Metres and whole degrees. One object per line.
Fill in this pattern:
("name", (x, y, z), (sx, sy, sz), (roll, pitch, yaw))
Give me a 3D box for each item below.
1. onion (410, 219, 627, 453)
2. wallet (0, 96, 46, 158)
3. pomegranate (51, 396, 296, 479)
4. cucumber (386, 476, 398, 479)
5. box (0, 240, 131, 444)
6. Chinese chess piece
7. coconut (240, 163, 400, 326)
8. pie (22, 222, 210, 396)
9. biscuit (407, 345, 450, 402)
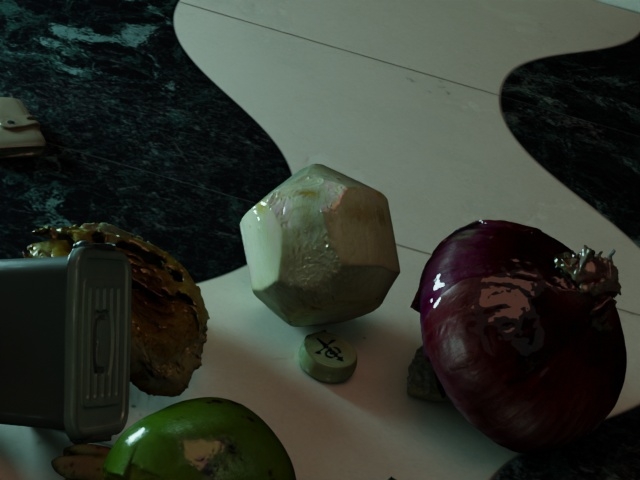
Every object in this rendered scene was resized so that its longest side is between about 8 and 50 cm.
("onion", (0.303, 0.113, 2.118), (0.347, 0.285, 0.347), (26, 42, -27))
("wallet", (-0.508, -0.182, 2.459), (0.118, 0.039, 0.152), (-6, 37, -29))
("pomegranate", (-0.172, 0.287, 1.739), (0.302, 0.236, 0.236), (5, 21, 36))
("cucumber", (0.162, 0.377, 1.830), (0.244, 0.134, 0.134), (20, 31, -3))
("box", (-0.320, 0.122, 1.869), (0.135, 0.243, 0.163), (1, -1, 17))
("Chinese chess piece", (0.011, 0.164, 2.166), (0.084, 0.034, 0.084), (12, 33, -8))
("coconut", (-0.003, 0.001, 2.221), (0.241, 0.241, 0.241), (12, 32, -8))
("pie", (-0.261, 0.075, 2.071), (0.308, 0.085, 0.308), (30, 23, -14))
("biscuit", (0.204, 0.168, 2.253), (0.133, 0.032, 0.250), (21, 32, 3))
